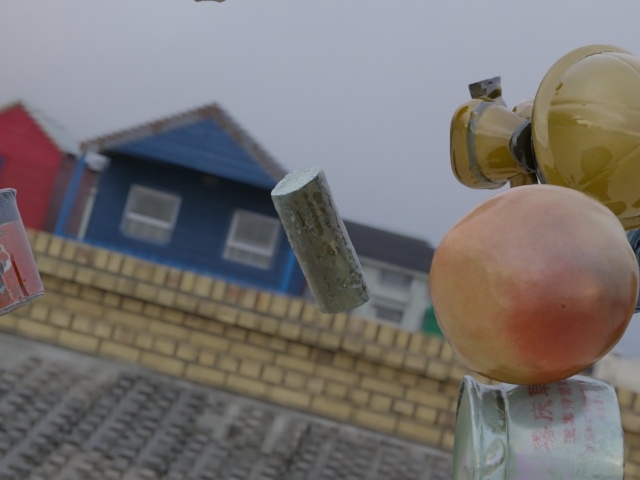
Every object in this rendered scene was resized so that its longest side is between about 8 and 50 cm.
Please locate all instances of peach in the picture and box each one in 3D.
[{"bbox_3d":[0.180,0.042,1.293,0.184,0.184,0.184,15,-4,1],"label":"peach"}]

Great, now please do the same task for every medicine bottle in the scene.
[{"bbox_3d":[0.191,0.192,1.357,0.143,0.147,0.147,2,-4,-1],"label":"medicine bottle"}]

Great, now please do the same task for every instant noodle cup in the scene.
[{"bbox_3d":[-0.399,0.021,1.817,0.127,0.135,0.127,-24,-1,0],"label":"instant noodle cup"}]

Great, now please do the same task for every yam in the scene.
[{"bbox_3d":[0.000,0.000,1.686,0.068,0.169,0.068,-17,24,8],"label":"yam"}]

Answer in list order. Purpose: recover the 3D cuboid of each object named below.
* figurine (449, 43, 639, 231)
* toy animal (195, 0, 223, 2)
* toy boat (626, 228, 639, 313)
[{"bbox_3d":[0.253,-0.100,1.539,0.257,0.192,0.167,-5,0,33],"label":"figurine"},{"bbox_3d":[-0.078,-0.447,1.687,0.227,0.358,0.188,-17,-17,32],"label":"toy animal"},{"bbox_3d":[0.444,-0.014,1.859,0.122,0.296,0.114,2,-49,57],"label":"toy boat"}]
